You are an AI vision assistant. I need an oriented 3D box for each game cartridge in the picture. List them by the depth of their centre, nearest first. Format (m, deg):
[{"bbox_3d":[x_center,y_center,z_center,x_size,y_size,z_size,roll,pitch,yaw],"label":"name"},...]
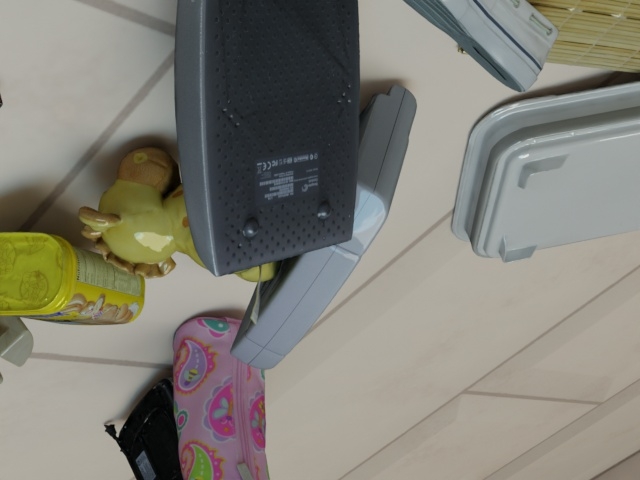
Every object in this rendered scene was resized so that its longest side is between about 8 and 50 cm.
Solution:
[{"bbox_3d":[0.000,0.000,1.059,0.062,0.198,0.297,25,134,-11],"label":"game cartridge"}]

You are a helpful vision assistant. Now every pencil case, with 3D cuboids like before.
[{"bbox_3d":[-0.116,0.234,1.256,0.124,0.284,0.124,-5,147,-3],"label":"pencil case"}]

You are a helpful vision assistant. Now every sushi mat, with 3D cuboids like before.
[{"bbox_3d":[0.297,-0.230,1.052,0.317,0.019,0.151,-1,144,-33],"label":"sushi mat"}]

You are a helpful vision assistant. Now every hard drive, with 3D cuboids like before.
[{"bbox_3d":[-0.041,-0.111,0.822,0.172,0.054,0.254,-15,111,-44],"label":"hard drive"}]

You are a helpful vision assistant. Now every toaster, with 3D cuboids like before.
[{"bbox_3d":[-0.182,0.276,1.398,0.110,0.185,0.168,-8,148,-44],"label":"toaster"}]

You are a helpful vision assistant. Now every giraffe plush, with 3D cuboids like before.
[{"bbox_3d":[-0.127,-0.025,0.973,0.171,0.210,0.181,5,141,6],"label":"giraffe plush"}]

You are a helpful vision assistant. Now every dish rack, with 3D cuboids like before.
[{"bbox_3d":[0.335,-0.073,1.243,0.333,0.072,0.285,-11,148,-7],"label":"dish rack"}]

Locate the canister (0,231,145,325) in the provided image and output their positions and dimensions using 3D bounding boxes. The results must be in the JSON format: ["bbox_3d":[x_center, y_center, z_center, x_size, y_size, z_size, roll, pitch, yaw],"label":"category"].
[{"bbox_3d":[-0.259,0.042,1.004,0.126,0.073,0.170,-2,170,17],"label":"canister"}]

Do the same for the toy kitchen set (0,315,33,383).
[{"bbox_3d":[-0.425,0.109,1.052,0.207,0.122,0.166,-44,149,-4],"label":"toy kitchen set"}]

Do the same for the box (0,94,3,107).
[{"bbox_3d":[-0.336,-0.089,0.845,0.094,0.027,0.137,13,134,-47],"label":"box"}]

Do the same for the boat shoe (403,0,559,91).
[{"bbox_3d":[0.133,-0.218,0.915,0.226,0.083,0.075,32,92,-47],"label":"boat shoe"}]
